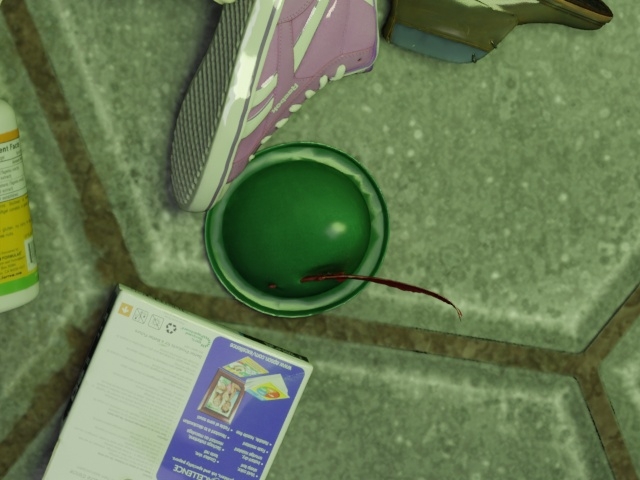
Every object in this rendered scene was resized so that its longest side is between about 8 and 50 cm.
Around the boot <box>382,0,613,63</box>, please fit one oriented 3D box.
[{"bbox_3d":[0.166,-0.217,1.924,0.219,0.082,0.106,16,118,-13],"label":"boot"}]

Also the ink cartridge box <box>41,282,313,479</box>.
[{"bbox_3d":[-0.142,0.175,1.951,0.206,0.045,0.208,23,95,-10],"label":"ink cartridge box"}]

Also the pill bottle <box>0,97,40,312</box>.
[{"bbox_3d":[-0.342,-0.058,1.845,0.136,0.136,0.246,-8,100,-5],"label":"pill bottle"}]

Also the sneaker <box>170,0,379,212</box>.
[{"bbox_3d":[-0.032,-0.141,1.889,0.161,0.102,0.282,13,112,-30],"label":"sneaker"}]

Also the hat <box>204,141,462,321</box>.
[{"bbox_3d":[0.000,0.000,1.869,0.208,0.183,0.173,-13,100,-4],"label":"hat"}]

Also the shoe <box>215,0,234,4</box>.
[{"bbox_3d":[-0.166,-0.264,1.844,0.219,0.076,0.058,30,105,18],"label":"shoe"}]
